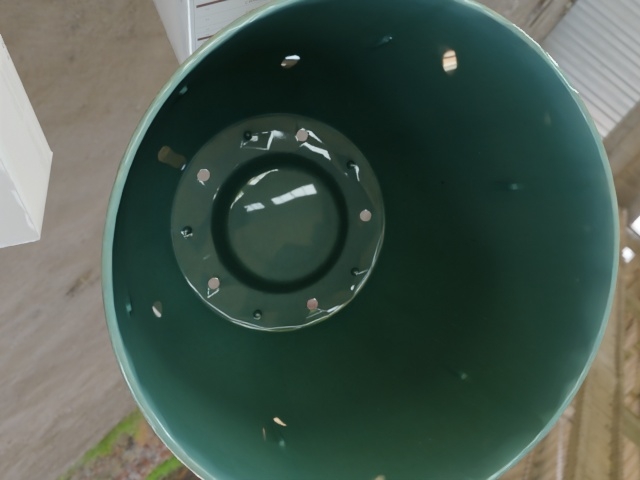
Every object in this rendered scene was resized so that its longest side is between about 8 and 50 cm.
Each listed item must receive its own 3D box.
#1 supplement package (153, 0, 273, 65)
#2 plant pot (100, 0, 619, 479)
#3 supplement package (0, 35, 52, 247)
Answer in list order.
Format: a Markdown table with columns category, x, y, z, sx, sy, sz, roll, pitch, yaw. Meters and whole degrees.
| category | x | y | z | sx | sy | sz | roll | pitch | yaw |
| --- | --- | --- | --- | --- | --- | --- | --- | --- | --- |
| supplement package | -0.063 | -0.205 | 0.570 | 0.105 | 0.105 | 0.179 | -20 | 163 | -14 |
| plant pot | 0.000 | 0.000 | 0.537 | 0.293 | 0.293 | 0.235 | -48 | -163 | -7 |
| supplement package | -0.450 | -0.117 | 1.019 | 0.149 | 0.203 | 0.194 | -13 | 131 | -2 |
